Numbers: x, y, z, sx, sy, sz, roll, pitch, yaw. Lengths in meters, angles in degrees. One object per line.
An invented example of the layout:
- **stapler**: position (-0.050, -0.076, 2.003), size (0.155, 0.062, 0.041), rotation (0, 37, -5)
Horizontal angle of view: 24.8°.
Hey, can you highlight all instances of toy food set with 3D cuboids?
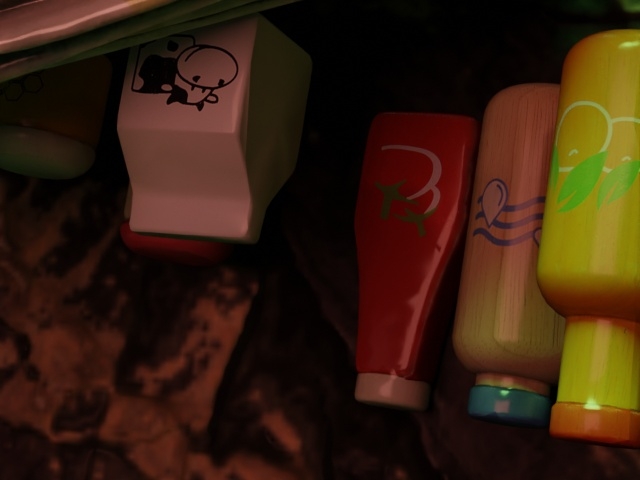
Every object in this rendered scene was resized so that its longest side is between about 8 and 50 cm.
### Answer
- **toy food set**: position (0.000, 0.000, 0.440), size (0.232, 0.111, 0.104), rotation (5, 79, 23)

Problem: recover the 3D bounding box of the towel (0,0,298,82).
- **towel**: position (-0.095, -0.209, 0.457), size (0.320, 0.090, 0.374), rotation (-16, 59, 5)
